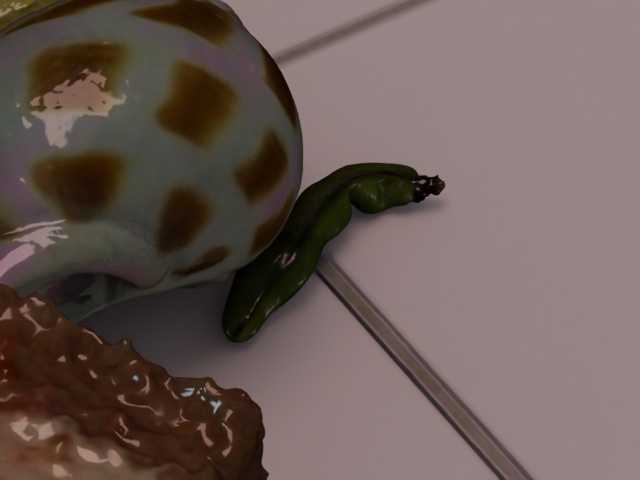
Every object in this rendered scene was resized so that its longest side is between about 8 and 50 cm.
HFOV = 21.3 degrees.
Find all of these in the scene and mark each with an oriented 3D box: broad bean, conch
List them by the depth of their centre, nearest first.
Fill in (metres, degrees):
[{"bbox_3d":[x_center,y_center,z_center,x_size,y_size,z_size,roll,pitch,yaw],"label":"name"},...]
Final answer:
[{"bbox_3d":[-0.132,-0.042,1.047,0.197,0.249,0.368,53,34,9],"label":"conch"},{"bbox_3d":[-0.004,-0.005,1.123,0.195,0.046,0.061,-35,50,-29],"label":"broad bean"}]

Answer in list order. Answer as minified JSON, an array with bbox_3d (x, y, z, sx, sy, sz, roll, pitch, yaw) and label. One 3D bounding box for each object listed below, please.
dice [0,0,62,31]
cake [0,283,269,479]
[{"bbox_3d":[-0.219,-0.143,1.185,0.166,0.169,0.169,30,54,29],"label":"dice"},{"bbox_3d":[-0.196,0.185,0.773,0.255,0.282,0.290,21,46,13],"label":"cake"}]
